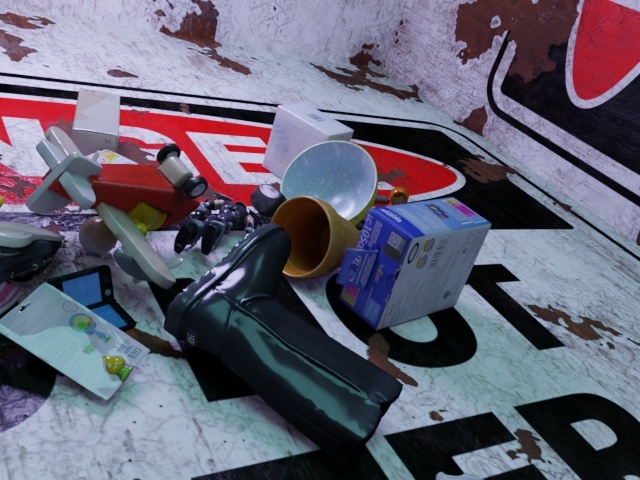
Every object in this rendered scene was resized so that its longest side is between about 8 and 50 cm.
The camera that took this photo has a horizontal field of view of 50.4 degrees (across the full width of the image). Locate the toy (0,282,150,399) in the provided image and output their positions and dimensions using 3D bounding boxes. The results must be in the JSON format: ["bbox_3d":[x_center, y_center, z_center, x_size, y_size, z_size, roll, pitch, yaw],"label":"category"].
[{"bbox_3d":[-0.446,0.189,1.226,0.237,0.056,0.137,30,38,4],"label":"toy"}]

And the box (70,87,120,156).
[{"bbox_3d":[-0.637,-0.304,1.925,0.121,0.148,0.311,8,28,-20],"label":"box"}]

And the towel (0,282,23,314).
[{"bbox_3d":[-0.686,0.098,1.277,0.197,0.029,0.144,19,28,0],"label":"towel"}]

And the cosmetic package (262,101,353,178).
[{"bbox_3d":[-0.046,-0.295,2.201,0.224,0.225,0.138,34,33,27],"label":"cosmetic package"}]

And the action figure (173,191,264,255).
[{"bbox_3d":[-0.258,-0.042,1.749,0.185,0.099,0.285,19,22,14],"label":"action figure"}]

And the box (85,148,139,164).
[{"bbox_3d":[-0.511,-0.141,1.748,0.203,0.103,0.114,26,27,12],"label":"box"}]

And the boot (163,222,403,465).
[{"bbox_3d":[-0.025,0.182,1.360,0.445,0.146,0.367,30,48,18],"label":"boot"}]

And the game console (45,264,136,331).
[{"bbox_3d":[-0.447,0.123,1.331,0.085,0.124,0.144,5,15,37],"label":"game console"}]

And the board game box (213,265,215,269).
[{"bbox_3d":[-0.173,0.147,1.520,0.136,0.030,0.260,14,28,-16],"label":"board game box"}]

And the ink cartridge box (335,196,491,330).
[{"bbox_3d":[0.216,0.053,1.678,0.395,0.270,0.151,-11,38,-45],"label":"ink cartridge box"}]

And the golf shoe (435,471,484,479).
[{"bbox_3d":[0.290,0.448,1.227,0.176,0.069,0.086,12,22,-17],"label":"golf shoe"}]

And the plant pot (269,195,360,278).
[{"bbox_3d":[0.000,0.000,1.746,0.205,0.205,0.188,39,17,33],"label":"plant pot"}]

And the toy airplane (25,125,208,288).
[{"bbox_3d":[-0.461,-0.074,1.472,0.384,0.272,0.386,28,27,-18],"label":"toy airplane"}]

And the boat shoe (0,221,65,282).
[{"bbox_3d":[-0.599,0.030,1.352,0.127,0.113,0.340,13,1,-12],"label":"boat shoe"}]

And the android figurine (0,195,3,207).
[{"bbox_3d":[-0.807,-0.096,1.433,0.248,0.056,0.273,8,20,-11],"label":"android figurine"}]

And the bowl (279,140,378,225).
[{"bbox_3d":[0.041,-0.131,1.994,0.289,0.289,0.156,36,-11,29],"label":"bowl"}]

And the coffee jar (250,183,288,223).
[{"bbox_3d":[-0.111,-0.074,1.815,0.096,0.079,0.184,38,-7,36],"label":"coffee jar"}]

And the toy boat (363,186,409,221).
[{"bbox_3d":[0.226,-0.093,2.084,0.151,0.151,0.231,2,32,-29],"label":"toy boat"}]
